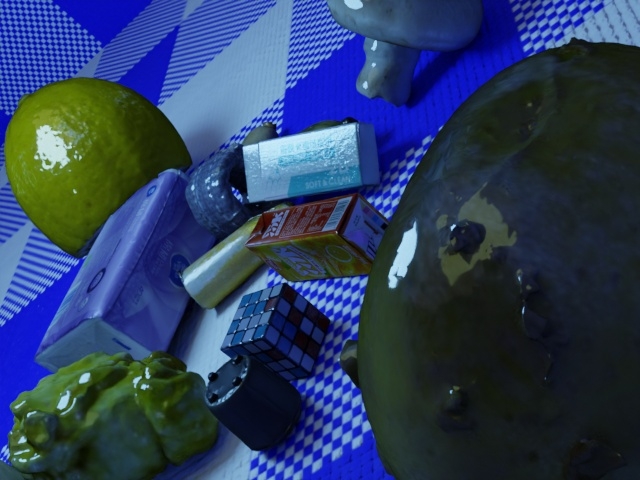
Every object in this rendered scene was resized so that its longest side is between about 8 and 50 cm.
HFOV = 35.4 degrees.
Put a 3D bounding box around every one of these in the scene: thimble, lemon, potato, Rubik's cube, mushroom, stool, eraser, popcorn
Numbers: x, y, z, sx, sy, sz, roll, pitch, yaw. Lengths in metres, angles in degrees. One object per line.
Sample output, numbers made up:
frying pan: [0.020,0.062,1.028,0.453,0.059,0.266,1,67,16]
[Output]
thimble: [-0.138,-0.078,1.649,0.097,0.150,0.150,-24,36,43]
lemon: [-0.462,-0.169,1.998,0.364,0.364,0.364,-36,29,24]
potato: [0.190,0.024,0.839,0.385,0.319,0.442,-15,40,47]
Rubik's cube: [-0.059,0.125,1.323,0.092,0.092,0.092,-20,39,45]
mushroom: [0.124,-0.326,1.548,0.243,0.243,0.244,-36,29,24]
stool: [-0.085,0.200,1.243,0.096,0.110,0.096,-37,25,21]
eraser: [-0.016,-0.116,1.522,0.225,0.052,0.096,-7,90,37]
popcorn: [-0.289,0.243,1.403,0.285,0.174,0.225,-19,23,-1]

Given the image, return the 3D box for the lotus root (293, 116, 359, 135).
lotus root: [0.000,-0.141,1.591,0.183,0.077,0.090,-29,75,37]

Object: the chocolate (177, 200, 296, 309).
chocolate: [-0.118,0.018,1.585,0.219,0.085,0.086,-37,28,12]

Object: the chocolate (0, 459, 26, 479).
chocolate: [-0.500,0.455,1.352,0.314,0.297,0.326,-31,32,42]

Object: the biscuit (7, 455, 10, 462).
biscuit: [-0.460,0.344,1.725,0.237,0.026,0.131,-4,53,54]

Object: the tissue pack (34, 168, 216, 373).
tissue pack: [-0.314,0.071,1.706,0.242,0.160,0.338,-29,31,45]

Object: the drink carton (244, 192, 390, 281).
drink carton: [0.000,0.000,1.394,0.223,0.096,0.071,-8,48,52]

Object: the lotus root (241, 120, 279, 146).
lotus root: [-0.113,-0.164,1.817,0.073,0.062,0.150,-18,42,46]
